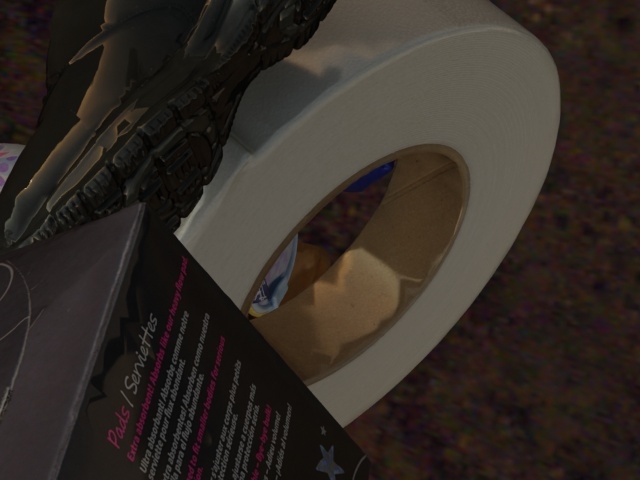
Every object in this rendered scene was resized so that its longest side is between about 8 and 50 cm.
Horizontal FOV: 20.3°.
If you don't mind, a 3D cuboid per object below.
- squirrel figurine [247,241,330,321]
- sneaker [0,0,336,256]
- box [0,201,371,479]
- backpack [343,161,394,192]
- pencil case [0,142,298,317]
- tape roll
[{"bbox_3d":[-0.153,0.163,2.011,0.281,0.397,0.370,11,87,-2],"label":"squirrel figurine"},{"bbox_3d":[-0.095,-0.099,0.934,0.286,0.130,0.109,-55,164,-24],"label":"sneaker"},{"bbox_3d":[-0.103,0.134,0.533,0.142,0.163,0.247,53,33,-31],"label":"box"},{"bbox_3d":[0.014,-0.108,1.280,0.098,0.101,0.120,15,65,-26],"label":"backpack"},{"bbox_3d":[-0.155,-0.010,1.459,0.124,0.273,0.113,77,28,-49],"label":"pencil case"},{"bbox_3d":[0.000,0.000,1.180,0.392,0.072,0.392,-35,151,-23],"label":"tape roll"}]
